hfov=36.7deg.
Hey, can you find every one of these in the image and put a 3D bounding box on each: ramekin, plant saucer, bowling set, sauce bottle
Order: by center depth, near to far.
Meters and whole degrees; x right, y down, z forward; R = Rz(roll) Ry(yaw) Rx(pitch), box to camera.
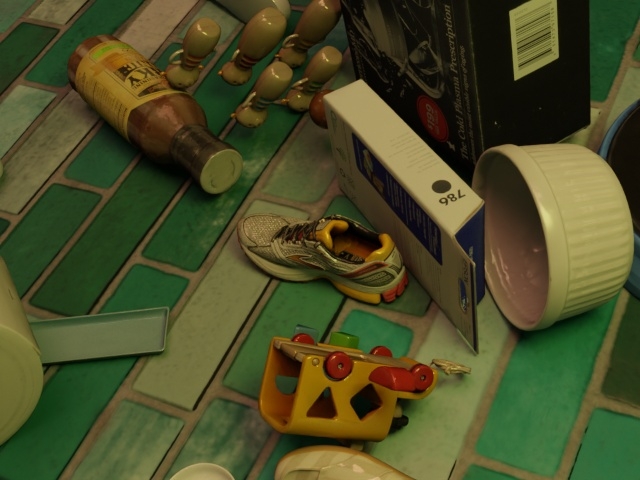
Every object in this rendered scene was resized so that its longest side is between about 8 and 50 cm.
[{"bbox_3d":[0.255,-0.010,1.066,0.109,0.207,0.207,-11,47,-10],"label":"ramekin"},{"bbox_3d":[-0.278,0.120,1.176,0.192,0.018,0.067,-7,48,6],"label":"plant saucer"},{"bbox_3d":[-0.063,-0.212,1.344,0.287,0.154,0.200,-19,75,-35],"label":"bowling set"},{"bbox_3d":[-0.233,-0.179,1.370,0.111,0.111,0.344,-37,53,-20],"label":"sauce bottle"}]

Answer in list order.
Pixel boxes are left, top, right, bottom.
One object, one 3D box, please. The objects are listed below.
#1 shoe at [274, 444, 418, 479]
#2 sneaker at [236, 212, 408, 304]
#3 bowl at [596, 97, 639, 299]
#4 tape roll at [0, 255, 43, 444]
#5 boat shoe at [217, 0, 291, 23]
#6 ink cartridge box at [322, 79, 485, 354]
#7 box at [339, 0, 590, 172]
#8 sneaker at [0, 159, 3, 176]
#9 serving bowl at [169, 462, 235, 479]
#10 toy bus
[{"bbox_3d":[0.051,0.257,0.943,0.219,0.076,0.058,12,16,18],"label":"shoe"},{"bbox_3d":[0.000,0.000,1.176,0.225,0.092,0.088,13,53,22],"label":"sneaker"},{"bbox_3d":[0.513,-0.060,1.137,0.391,0.077,0.391,-6,48,7],"label":"bowl"},{"bbox_3d":[-0.446,0.121,1.057,0.246,0.246,0.169,-26,49,-12],"label":"tape roll"},{"bbox_3d":[-0.131,-0.437,1.584,0.102,0.108,0.301,-38,46,-19],"label":"boat shoe"},{"bbox_3d":[0.114,-0.036,1.136,0.065,0.165,0.332,-25,50,-13],"label":"ink cartridge box"},{"bbox_3d":[0.169,-0.307,1.223,0.179,0.343,0.312,-28,42,-15],"label":"box"},{"bbox_3d":[-0.582,-0.079,1.361,0.258,0.091,0.094,-22,49,-8],"label":"sneaker"},{"bbox_3d":[-0.124,0.274,1.002,0.083,0.027,0.083,-5,49,6],"label":"serving bowl"},{"bbox_3d":[0.036,0.164,1.011,0.202,0.191,0.104,14,92,19],"label":"toy bus"}]
